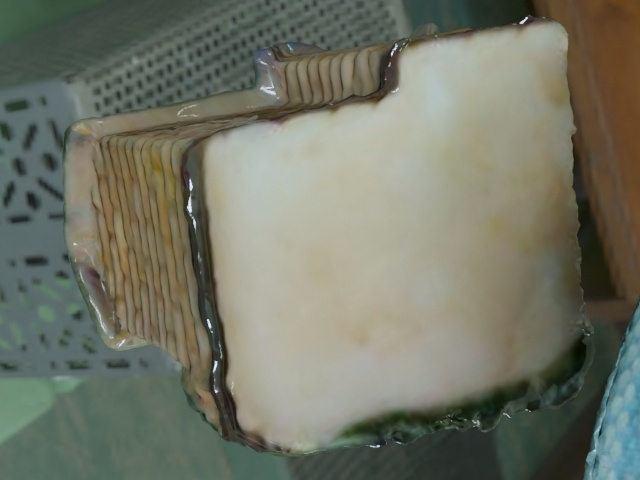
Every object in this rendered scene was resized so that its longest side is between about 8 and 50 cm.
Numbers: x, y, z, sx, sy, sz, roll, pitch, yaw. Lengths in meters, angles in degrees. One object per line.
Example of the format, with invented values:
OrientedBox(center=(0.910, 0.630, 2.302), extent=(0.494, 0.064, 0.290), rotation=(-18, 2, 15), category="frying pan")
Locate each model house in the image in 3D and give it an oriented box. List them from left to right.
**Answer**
OrientedBox(center=(-0.008, -0.007, 0.637), extent=(0.183, 0.172, 0.166), rotation=(-13, 105, -29), category="model house")

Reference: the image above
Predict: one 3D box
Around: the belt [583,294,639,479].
OrientedBox(center=(0.142, 0.065, 0.498), extent=(0.163, 0.082, 0.148), rotation=(-37, 128, -48), category="belt")
